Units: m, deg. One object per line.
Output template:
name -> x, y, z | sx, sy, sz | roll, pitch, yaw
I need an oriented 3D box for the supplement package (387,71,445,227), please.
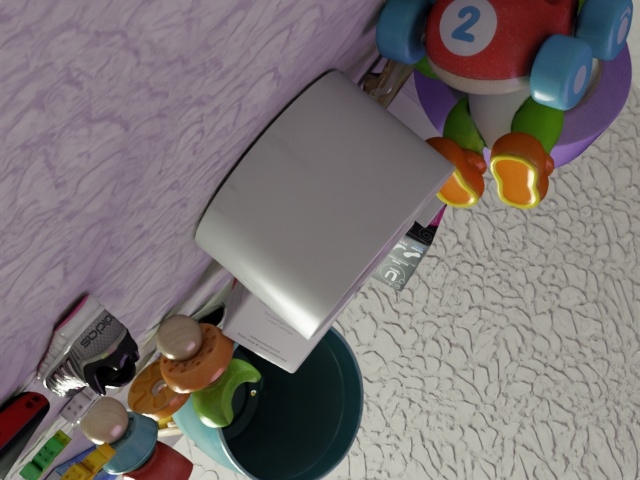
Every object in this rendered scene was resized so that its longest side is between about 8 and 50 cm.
supplement package -> 0.197, -0.193, 1.842 | 0.293, 0.175, 0.177 | -45, 172, -46

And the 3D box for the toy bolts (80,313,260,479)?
toy bolts -> -0.231, 0.203, 1.561 | 0.218, 0.158, 0.228 | 3, -130, 42

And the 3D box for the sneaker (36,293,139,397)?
sneaker -> -0.206, 0.113, 1.078 | 0.063, 0.075, 0.170 | -47, 175, -34

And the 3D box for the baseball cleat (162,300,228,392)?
baseball cleat -> -0.204, 0.170, 1.749 | 0.206, 0.072, 0.109 | -54, 162, -7

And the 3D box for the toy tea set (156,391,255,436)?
toy tea set -> -0.224, 0.296, 2.268 | 0.200, 0.124, 0.336 | -6, 170, -33

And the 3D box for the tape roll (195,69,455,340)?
tape roll -> 0.006, -0.040, 1.286 | 0.246, 0.169, 0.246 | -49, 176, -5

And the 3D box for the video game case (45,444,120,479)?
video game case -> -0.414, 0.429, 1.787 | 0.244, 0.061, 0.269 | -51, 175, 3

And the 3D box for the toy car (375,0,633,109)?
toy car -> 0.190, -0.289, 1.199 | 0.210, 0.219, 0.237 | -45, 145, -39

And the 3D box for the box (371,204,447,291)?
box -> 0.140, -0.051, 2.255 | 0.142, 0.163, 0.247 | -63, 180, 41

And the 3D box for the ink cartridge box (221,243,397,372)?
ink cartridge box -> 0.000, 0.000, 1.565 | 0.283, 0.117, 0.207 | -53, -166, 27

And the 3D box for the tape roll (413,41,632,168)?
tape roll -> 0.267, -0.230, 1.572 | 0.275, 0.275, 0.090 | -48, 175, -25

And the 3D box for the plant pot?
plant pot -> -0.112, 0.250, 1.925 | 0.271, 0.271, 0.255 | -48, -158, -26

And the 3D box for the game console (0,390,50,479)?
game console -> -0.407, 0.333, 1.060 | 0.386, 0.060, 0.342 | -52, 175, 34

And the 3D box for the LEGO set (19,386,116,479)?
LEGO set -> -0.304, 0.268, 1.348 | 0.227, 0.087, 0.093 | -50, 176, -6

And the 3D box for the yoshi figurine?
yoshi figurine -> 0.232, -0.225, 1.398 | 0.362, 0.204, 0.203 | -65, -175, -28

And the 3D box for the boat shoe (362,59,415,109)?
boat shoe -> 0.078, -0.196, 1.488 | 0.135, 0.045, 0.050 | -55, -178, 16
